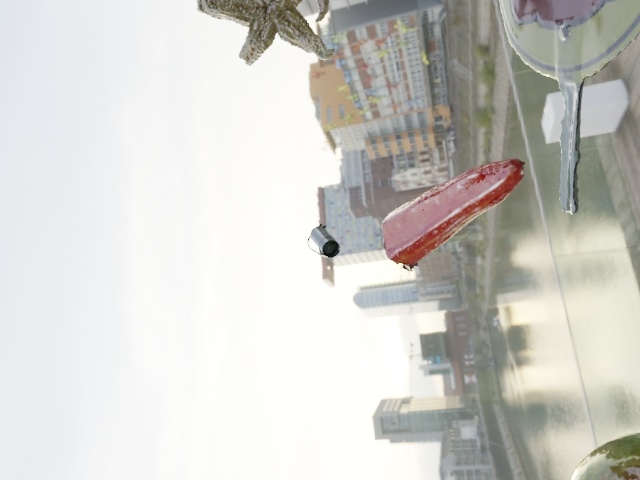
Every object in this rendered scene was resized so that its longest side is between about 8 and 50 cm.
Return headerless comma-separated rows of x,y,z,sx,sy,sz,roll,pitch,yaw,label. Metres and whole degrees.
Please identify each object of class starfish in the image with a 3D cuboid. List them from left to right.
-0.071,-0.310,0.687,0.209,0.150,0.053,36,-160,3,starfish

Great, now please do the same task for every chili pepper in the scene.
0.142,-0.038,0.530,0.064,0.169,0.088,39,-137,-16,chili pepper

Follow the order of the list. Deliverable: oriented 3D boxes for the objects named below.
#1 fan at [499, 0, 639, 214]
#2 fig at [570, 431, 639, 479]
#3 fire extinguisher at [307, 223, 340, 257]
0.178,-0.182,0.359,0.230,0.011,0.336,-111,13,-72,fan
0.403,0.321,0.605,0.191,0.180,0.181,-25,-70,-40,fig
0.000,0.000,0.686,0.025,0.038,0.083,54,180,-25,fire extinguisher
